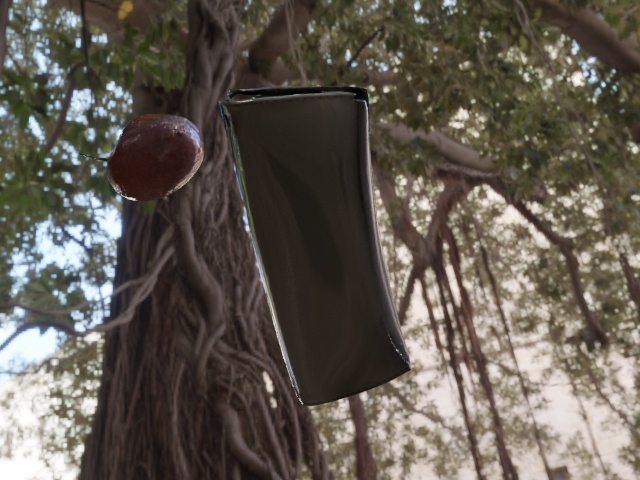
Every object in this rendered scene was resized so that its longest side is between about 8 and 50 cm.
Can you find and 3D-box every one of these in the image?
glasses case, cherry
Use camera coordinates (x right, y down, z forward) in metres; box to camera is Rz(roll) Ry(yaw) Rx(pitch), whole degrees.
[{"bbox_3d":[0.002,0.000,0.675,0.128,0.083,0.308,-7,-67,10],"label":"glasses case"},{"bbox_3d":[-0.182,-0.090,0.807,0.126,0.106,0.087,18,-25,45],"label":"cherry"}]
